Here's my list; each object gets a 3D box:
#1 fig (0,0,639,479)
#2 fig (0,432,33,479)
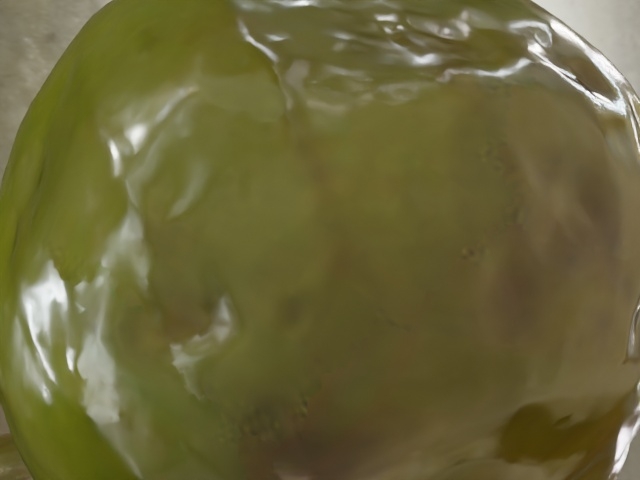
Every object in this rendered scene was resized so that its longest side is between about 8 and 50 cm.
[{"bbox_3d":[-0.005,0.011,0.629,0.343,0.343,0.343,-8,-74,-30],"label":"fig"},{"bbox_3d":[-0.232,0.197,0.959,0.274,0.145,0.170,23,-57,-27],"label":"fig"}]
